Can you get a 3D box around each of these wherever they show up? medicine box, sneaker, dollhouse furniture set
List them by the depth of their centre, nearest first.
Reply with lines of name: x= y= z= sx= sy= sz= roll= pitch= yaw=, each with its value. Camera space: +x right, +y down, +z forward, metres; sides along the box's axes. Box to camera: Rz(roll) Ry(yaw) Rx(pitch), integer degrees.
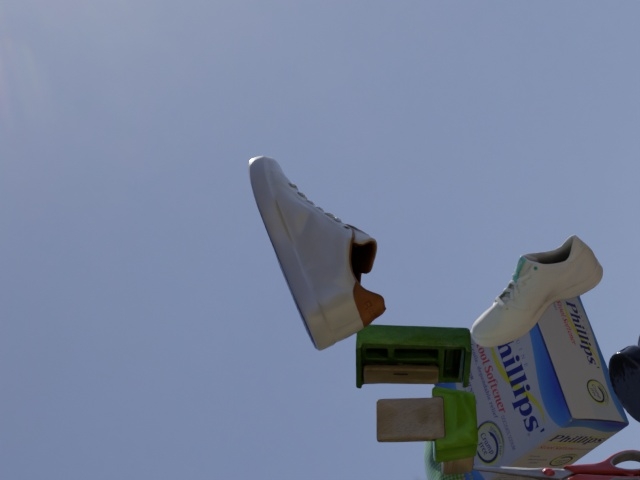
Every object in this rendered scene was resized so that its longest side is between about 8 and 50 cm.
sneaker: x=0.000 y=0.000 z=1.815 sx=0.123 sy=0.290 sz=0.106 roll=-23 pitch=-32 yaw=-2
dollhouse furniture set: x=0.124 y=0.278 z=1.958 sx=0.301 sy=0.151 sz=0.197 roll=88 pitch=-178 yaw=-50
sneaker: x=0.295 y=0.066 z=2.079 sx=0.212 sy=0.080 sz=0.094 roll=-35 pitch=-57 yaw=4
medicine box: x=0.361 y=0.269 z=2.555 sx=0.149 sy=0.263 sz=0.289 roll=6 pitch=-37 yaw=-34

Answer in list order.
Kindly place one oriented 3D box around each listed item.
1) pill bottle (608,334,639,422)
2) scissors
pill bottle: x=0.451 y=0.128 z=1.694 sx=0.219 sy=0.123 sz=0.123 roll=-24 pitch=-40 yaw=-19
scissors: x=0.316 y=0.309 z=1.881 sx=0.297 sy=0.109 sz=0.021 roll=0 pitch=-63 yaw=-11
